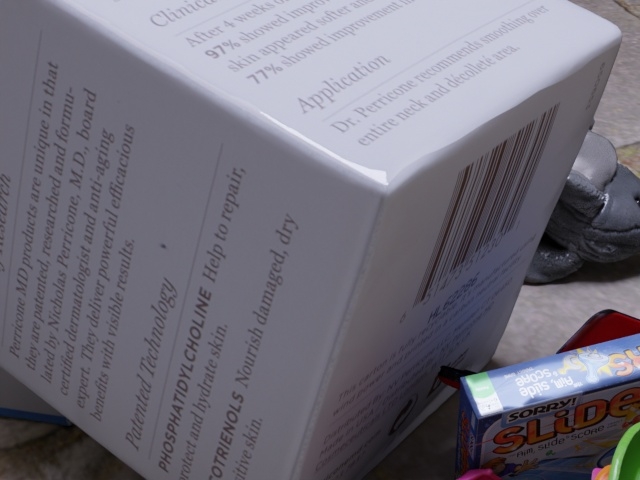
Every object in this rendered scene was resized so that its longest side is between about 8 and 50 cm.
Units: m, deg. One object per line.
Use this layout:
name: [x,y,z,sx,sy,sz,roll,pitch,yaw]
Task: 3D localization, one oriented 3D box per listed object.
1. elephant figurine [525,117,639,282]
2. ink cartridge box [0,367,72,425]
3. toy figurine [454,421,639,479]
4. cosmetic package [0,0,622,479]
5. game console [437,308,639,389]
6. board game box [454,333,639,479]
elephant figurine: [0.233,-0.040,1.247,0.186,0.169,0.239,-37,40,6]
ink cartridge box: [-0.246,0.029,1.263,0.223,0.129,0.307,3,26,27]
toy figurine: [0.124,0.196,0.804,0.159,0.130,0.173,-10,43,34]
cosmetic package: [-0.062,-0.060,0.990,0.394,0.327,0.329,33,40,21]
game console: [0.177,0.086,0.951,0.144,0.085,0.124,19,-2,-42]
board game box: [0.188,0.118,0.886,0.201,0.136,0.035,-13,49,-8]
